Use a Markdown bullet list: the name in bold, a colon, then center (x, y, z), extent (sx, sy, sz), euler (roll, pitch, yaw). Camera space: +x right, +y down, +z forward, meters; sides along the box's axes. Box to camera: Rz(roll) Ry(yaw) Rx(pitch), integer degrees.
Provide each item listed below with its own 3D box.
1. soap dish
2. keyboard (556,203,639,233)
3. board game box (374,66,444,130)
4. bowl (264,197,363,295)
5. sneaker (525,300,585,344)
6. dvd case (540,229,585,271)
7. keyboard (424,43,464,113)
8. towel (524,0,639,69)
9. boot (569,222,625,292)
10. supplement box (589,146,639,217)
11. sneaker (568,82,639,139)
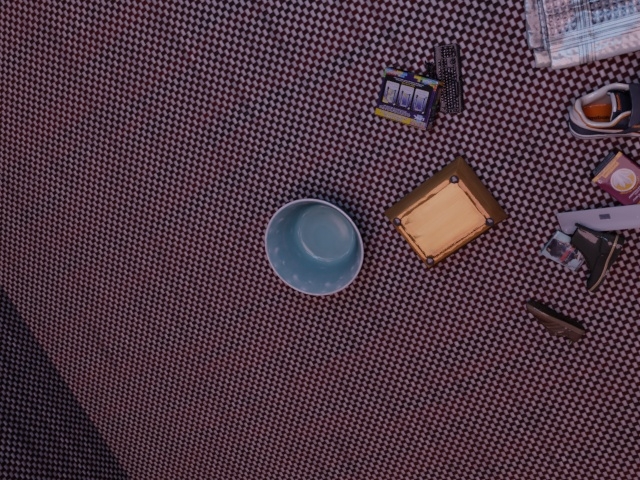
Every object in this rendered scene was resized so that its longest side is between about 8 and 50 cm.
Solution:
- **soap dish**: center (0.362, -0.070, 1.906), extent (0.291, 0.118, 0.229), euler (-37, 94, 23)
- **keyboard**: center (0.785, -0.059, 1.782), extent (0.256, 0.014, 0.072), euler (-6, 117, 40)
- **board game box**: center (0.251, -0.405, 1.842), extent (0.170, 0.048, 0.141), euler (24, 116, 26)
- **bowl**: center (0.000, 0.000, 2.018), extent (0.312, 0.163, 0.311), euler (5, 109, 16)
- **sneaker**: center (0.693, 0.251, 1.941), extent (0.188, 0.066, 0.071), euler (28, 115, 7)
- **dvd case**: center (0.714, 0.030, 1.877), extent (0.119, 0.013, 0.087), euler (27, 115, -6)
- **keyboard**: center (0.348, -0.451, 1.825), extent (0.100, 0.038, 0.192), euler (-4, 106, 19)
- **towel**: center (0.672, -0.606, 1.623), extent (0.324, 0.056, 0.312), euler (-5, 107, 33)
- **boot**: center (0.760, 0.045, 1.843), extent (0.137, 0.077, 0.197), euler (23, 127, 17)
- **supplement box**: center (0.839, -0.152, 1.750), extent (0.188, 0.081, 0.104), euler (38, 115, 2)
- **sneaker**: center (0.806, -0.334, 1.655), extent (0.321, 0.127, 0.126), euler (-8, 69, 19)
